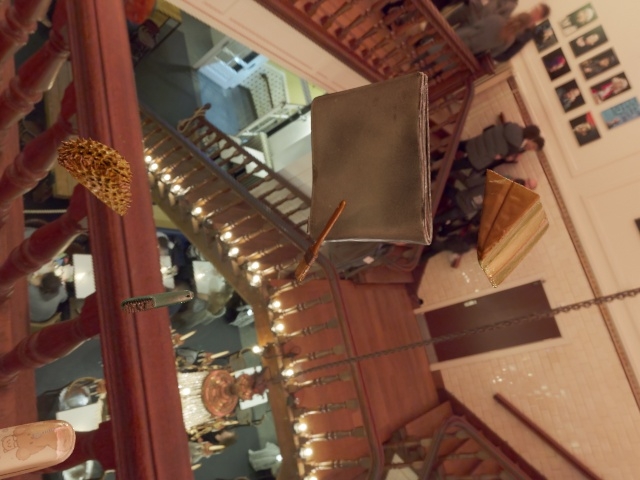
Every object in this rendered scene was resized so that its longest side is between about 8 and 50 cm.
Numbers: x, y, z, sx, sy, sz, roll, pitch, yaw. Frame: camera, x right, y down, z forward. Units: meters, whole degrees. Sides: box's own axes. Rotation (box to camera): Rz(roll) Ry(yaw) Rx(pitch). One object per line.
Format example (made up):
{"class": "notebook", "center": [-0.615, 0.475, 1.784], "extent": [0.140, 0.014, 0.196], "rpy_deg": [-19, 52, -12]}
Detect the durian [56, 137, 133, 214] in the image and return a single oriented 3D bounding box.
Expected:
{"class": "durian", "center": [-0.578, -0.153, 1.170], "extent": [0.252, 0.139, 0.144], "rpy_deg": [44, 42, -48]}

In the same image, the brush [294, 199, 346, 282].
{"class": "brush", "center": [0.000, 0.000, 0.800], "extent": [0.014, 0.170, 0.043], "rpy_deg": [27, 13, -22]}

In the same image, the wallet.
{"class": "wallet", "center": [0.080, -0.136, 0.813], "extent": [0.054, 0.251, 0.290], "rpy_deg": [-11, 99, -52]}

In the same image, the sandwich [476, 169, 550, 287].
{"class": "sandwich", "center": [0.349, -0.026, 0.908], "extent": [0.117, 0.187, 0.144], "rpy_deg": [46, -5, -38]}

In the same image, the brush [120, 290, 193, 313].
{"class": "brush", "center": [-0.453, 0.172, 1.242], "extent": [0.193, 0.032, 0.043], "rpy_deg": [-8, 108, -17]}

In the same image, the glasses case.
{"class": "glasses case", "center": [-0.544, 0.369, 0.777], "extent": [0.204, 0.051, 0.081], "rpy_deg": [-6, 47, -22]}
